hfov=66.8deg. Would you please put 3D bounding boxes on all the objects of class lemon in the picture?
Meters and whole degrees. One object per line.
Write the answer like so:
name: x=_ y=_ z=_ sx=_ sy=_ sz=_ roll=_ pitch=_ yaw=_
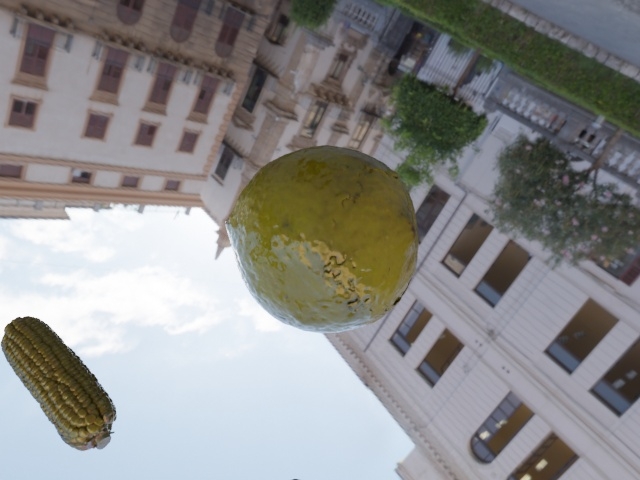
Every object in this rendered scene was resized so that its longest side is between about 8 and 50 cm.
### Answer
lemon: x=0.000 y=0.000 z=0.907 sx=0.387 sy=0.350 sz=0.349 roll=-6 pitch=-177 yaw=33

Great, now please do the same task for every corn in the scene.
corn: x=-0.369 y=0.196 z=0.684 sx=0.238 sy=0.080 sz=0.080 roll=42 pitch=-154 yaw=19

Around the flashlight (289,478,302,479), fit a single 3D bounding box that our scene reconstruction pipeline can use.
flashlight: x=-0.024 y=0.326 z=0.546 sx=0.031 sy=0.052 sz=0.110 roll=7 pitch=-142 yaw=-20
